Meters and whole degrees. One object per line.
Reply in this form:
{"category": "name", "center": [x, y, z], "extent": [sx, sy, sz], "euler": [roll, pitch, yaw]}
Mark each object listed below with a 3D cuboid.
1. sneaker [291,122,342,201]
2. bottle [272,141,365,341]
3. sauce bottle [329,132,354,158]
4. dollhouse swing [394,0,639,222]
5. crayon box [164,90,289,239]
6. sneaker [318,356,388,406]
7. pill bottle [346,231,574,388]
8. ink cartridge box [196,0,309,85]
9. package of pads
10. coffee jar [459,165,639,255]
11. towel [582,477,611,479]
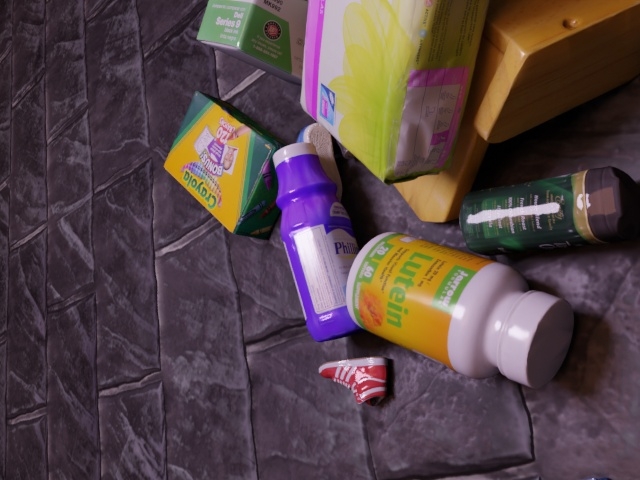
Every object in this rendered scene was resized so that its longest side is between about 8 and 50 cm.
{"category": "sneaker", "center": [-0.010, -0.109, 1.013], "extent": [0.084, 0.058, 0.152], "euler": [-166, 65, -68]}
{"category": "bottle", "center": [0.000, 0.000, 0.908], "extent": [0.092, 0.118, 0.283], "euler": [-21, 77, 23]}
{"category": "sauce bottle", "center": [0.026, -0.184, 1.000], "extent": [0.042, 0.042, 0.128], "euler": [-39, 57, 32]}
{"category": "dollhouse swing", "center": [0.213, -0.249, 0.824], "extent": [0.315, 0.305, 0.347], "euler": [-26, 55, -9]}
{"category": "crayon box", "center": [-0.164, -0.141, 1.144], "extent": [0.278, 0.081, 0.165], "euler": [39, 108, 41]}
{"category": "sneaker", "center": [0.046, 0.205, 0.904], "extent": [0.118, 0.042, 0.067], "euler": [-17, 67, 38]}
{"category": "pill bottle", "center": [0.161, 0.081, 0.753], "extent": [0.245, 0.136, 0.136], "euler": [19, 95, 44]}
{"category": "ink cartridge box", "center": [-0.038, -0.408, 0.987], "extent": [0.121, 0.211, 0.289], "euler": [26, 100, 44]}
{"category": "package of pads", "center": [0.073, -0.235, 0.692], "extent": [0.229, 0.101, 0.297], "euler": [50, 144, 45]}
{"category": "coffee jar", "center": [0.258, -0.029, 0.711], "extent": [0.184, 0.096, 0.079], "euler": [-10, 78, 43]}
{"category": "towel", "center": [0.267, 0.303, 0.683], "extent": [0.119, 0.029, 0.067], "euler": [-37, 59, 32]}
